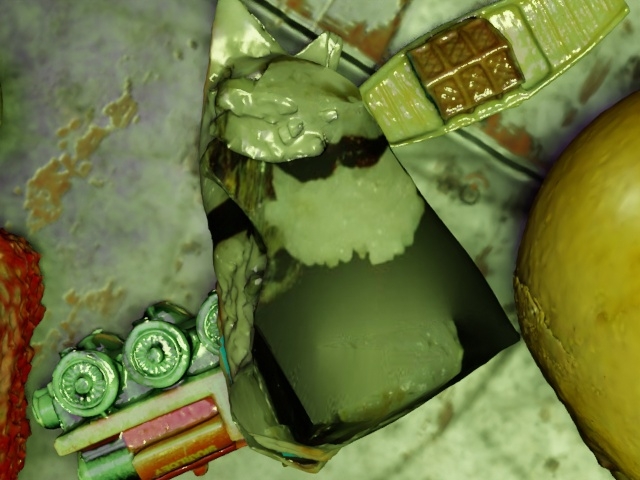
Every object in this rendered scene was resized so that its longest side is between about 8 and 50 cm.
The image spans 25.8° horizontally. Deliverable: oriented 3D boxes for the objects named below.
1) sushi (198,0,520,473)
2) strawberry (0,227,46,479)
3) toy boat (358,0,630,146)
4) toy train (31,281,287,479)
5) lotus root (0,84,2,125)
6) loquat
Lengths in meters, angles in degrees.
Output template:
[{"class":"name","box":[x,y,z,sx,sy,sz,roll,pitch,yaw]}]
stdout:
[{"class":"sushi","box":[-0.020,-0.005,0.781,0.134,0.109,0.273,-14,62,-28]},{"class":"strawberry","box":[-0.234,0.110,0.796,0.175,0.106,0.236,6,97,-31]},{"class":"toy boat","box":[0.097,-0.106,0.824,0.172,0.066,0.065,-27,86,4]},{"class":"toy train","box":[-0.079,0.095,0.837,0.176,0.074,0.118,-24,92,2]},{"class":"lotus root","box":[-0.251,-0.114,0.844,0.088,0.088,0.165,-38,78,4]},{"class":"loquat","box":[0.223,0.037,0.717,0.263,0.263,0.263,0,91,4]}]
